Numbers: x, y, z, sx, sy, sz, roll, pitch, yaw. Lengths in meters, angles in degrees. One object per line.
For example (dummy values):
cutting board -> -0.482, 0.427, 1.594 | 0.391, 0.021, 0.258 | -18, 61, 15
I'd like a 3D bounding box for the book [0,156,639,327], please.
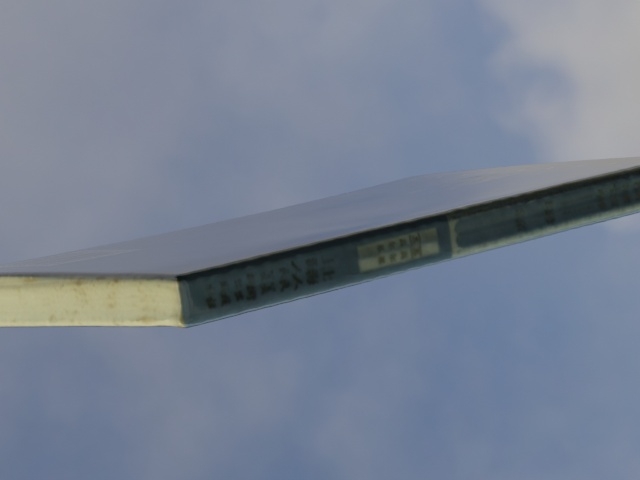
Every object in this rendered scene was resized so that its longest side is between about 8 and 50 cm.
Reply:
book -> 0.000, 0.000, 0.822 | 0.269, 0.191, 0.025 | -13, -84, -37
